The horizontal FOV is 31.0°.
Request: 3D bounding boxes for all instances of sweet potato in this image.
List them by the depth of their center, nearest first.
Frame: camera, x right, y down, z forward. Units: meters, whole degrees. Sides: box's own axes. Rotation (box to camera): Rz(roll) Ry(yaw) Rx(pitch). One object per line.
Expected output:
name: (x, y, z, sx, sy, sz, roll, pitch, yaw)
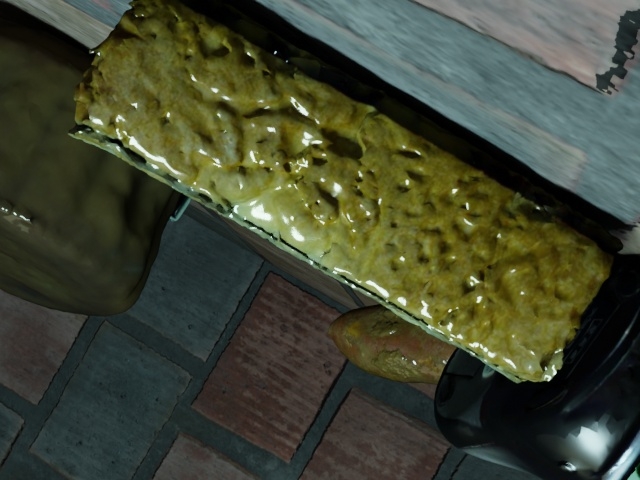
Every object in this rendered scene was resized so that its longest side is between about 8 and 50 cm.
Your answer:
sweet potato: (0.172, 0.138, 1.376, 0.385, 0.109, 0.109, 13, 166, 34)

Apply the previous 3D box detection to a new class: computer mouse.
computer mouse: (0.150, 0.082, 0.658, 0.096, 0.137, 0.233, 35, 173, -10)

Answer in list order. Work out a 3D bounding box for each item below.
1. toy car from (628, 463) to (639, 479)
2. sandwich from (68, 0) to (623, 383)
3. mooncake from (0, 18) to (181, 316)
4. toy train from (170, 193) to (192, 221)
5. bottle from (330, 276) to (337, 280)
toy car: (0.360, 0.215, 0.822, 0.305, 0.136, 0.125, 32, 162, 0)
sandwich: (0.002, -0.032, 0.659, 0.273, 0.095, 0.249, 30, 179, -5)
mooncake: (-0.293, -0.070, 1.123, 0.324, 0.187, 0.324, 21, 158, 9)
toy train: (-0.307, -0.159, 1.319, 0.407, 0.086, 0.088, 35, 179, -37)
bottle: (0.000, 0.000, 1.245, 0.164, 0.060, 0.060, 32, 175, -25)
